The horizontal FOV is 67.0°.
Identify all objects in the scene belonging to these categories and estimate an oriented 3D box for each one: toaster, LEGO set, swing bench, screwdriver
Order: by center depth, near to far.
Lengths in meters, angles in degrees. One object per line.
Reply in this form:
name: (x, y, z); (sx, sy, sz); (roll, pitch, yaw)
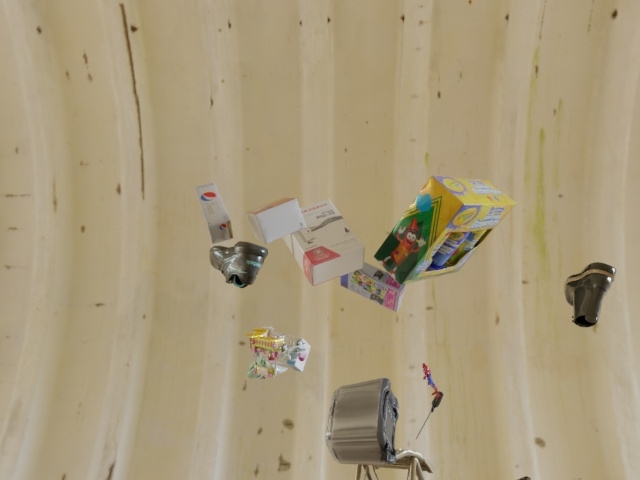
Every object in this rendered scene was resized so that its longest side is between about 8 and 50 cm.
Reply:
toaster: (0.101, 0.437, 1.146); (0.146, 0.227, 0.129); (-12, -60, 19)
LEGO set: (-0.156, 0.325, 1.417); (0.132, 0.107, 0.287); (2, -2, -28)
swing bench: (0.211, 0.758, 1.468); (0.165, 0.255, 0.253); (7, -21, -37)
screwdriver: (0.346, 0.556, 1.530); (0.025, 0.170, 0.024); (25, -4, 0)

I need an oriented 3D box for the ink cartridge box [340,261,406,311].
ink cartridge box: (0.180, 0.159, 1.910); (0.311, 0.065, 0.186); (27, -28, 19)

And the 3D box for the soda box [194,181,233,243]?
soda box: (-0.324, -0.087, 1.466); (0.069, 0.216, 0.074); (-16, -48, -14)

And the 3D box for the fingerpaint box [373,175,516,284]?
fingerpaint box: (0.465, -0.039, 1.772); (0.444, 0.163, 0.371); (-4, -45, -48)

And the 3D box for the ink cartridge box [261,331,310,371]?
ink cartridge box: (-0.122, 0.364, 1.600); (0.143, 0.092, 0.090); (8, -26, 22)

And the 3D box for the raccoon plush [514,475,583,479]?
raccoon plush: (0.618, 0.783, 1.166); (0.299, 0.447, 0.216); (-3, -48, 22)

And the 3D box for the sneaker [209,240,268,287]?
sneaker: (-0.233, 0.068, 1.270); (0.101, 0.106, 0.267); (17, -15, -29)

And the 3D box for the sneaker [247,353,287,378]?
sneaker: (-0.209, 0.492, 1.845); (0.094, 0.151, 0.256); (48, -4, -3)

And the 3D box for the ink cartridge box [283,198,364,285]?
ink cartridge box: (0.000, 0.000, 1.717); (0.207, 0.283, 0.117); (-19, -42, -17)

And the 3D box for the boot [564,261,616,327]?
boot: (0.581, 0.145, 1.085); (0.076, 0.137, 0.198); (20, -21, 21)

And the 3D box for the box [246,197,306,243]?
box: (-0.132, -0.062, 1.415); (0.130, 0.170, 0.091); (-23, -79, -14)

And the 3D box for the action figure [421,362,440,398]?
action figure: (0.315, 0.403, 1.404); (0.030, 0.115, 0.038); (-29, -56, 15)
